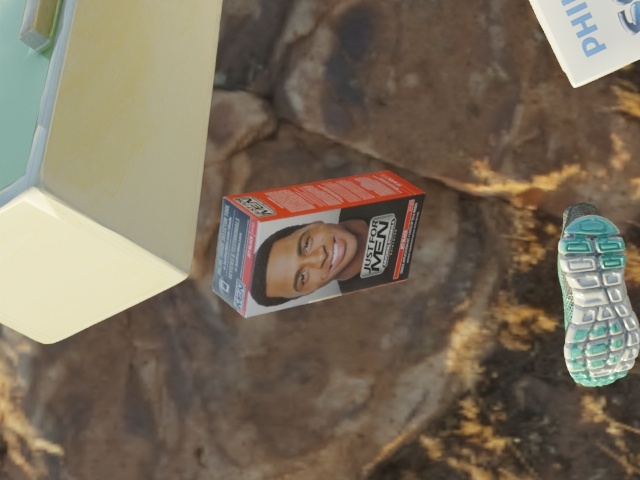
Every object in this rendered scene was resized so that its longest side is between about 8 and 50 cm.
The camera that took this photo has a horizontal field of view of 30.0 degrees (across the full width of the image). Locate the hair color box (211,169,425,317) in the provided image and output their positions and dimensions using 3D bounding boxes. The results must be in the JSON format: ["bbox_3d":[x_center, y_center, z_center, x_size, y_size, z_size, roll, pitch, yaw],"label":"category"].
[{"bbox_3d":[0.000,0.000,0.796,0.043,0.141,0.072,36,127,43],"label":"hair color box"}]

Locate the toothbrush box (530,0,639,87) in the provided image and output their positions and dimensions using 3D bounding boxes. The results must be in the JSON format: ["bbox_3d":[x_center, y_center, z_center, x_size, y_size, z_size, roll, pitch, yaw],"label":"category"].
[{"bbox_3d":[0.199,-0.229,0.538,0.283,0.122,0.206,-25,103,16],"label":"toothbrush box"}]

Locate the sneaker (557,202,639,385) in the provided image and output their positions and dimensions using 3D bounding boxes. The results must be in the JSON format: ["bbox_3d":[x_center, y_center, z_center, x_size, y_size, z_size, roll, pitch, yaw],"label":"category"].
[{"bbox_3d":[0.227,0.042,0.991,0.076,0.065,0.166,-84,-12,-63],"label":"sneaker"}]

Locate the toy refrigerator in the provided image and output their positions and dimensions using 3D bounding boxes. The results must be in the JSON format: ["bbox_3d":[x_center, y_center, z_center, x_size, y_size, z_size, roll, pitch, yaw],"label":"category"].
[{"bbox_3d":[-0.117,-0.098,0.587,0.102,0.094,0.269,-24,47,34],"label":"toy refrigerator"}]
